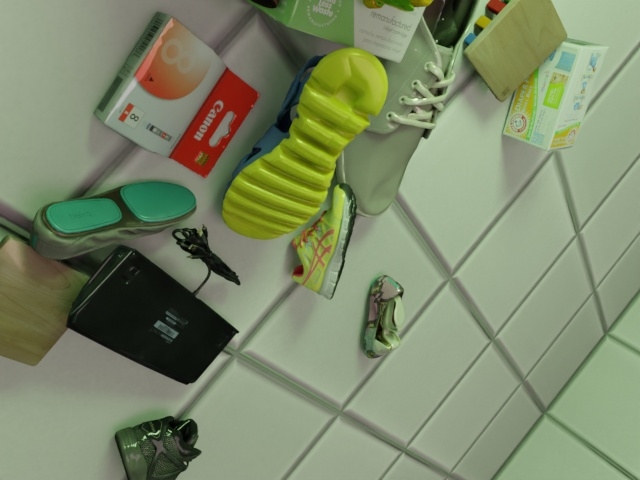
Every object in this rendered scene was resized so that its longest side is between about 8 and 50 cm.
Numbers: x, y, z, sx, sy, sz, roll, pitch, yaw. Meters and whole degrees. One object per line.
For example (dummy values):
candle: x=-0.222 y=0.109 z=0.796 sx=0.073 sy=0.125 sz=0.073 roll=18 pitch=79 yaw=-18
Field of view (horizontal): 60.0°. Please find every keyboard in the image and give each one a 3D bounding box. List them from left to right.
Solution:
keyboard: x=-0.200 y=0.089 z=0.791 sx=0.201 sy=0.033 sz=0.317 roll=-49 pitch=150 yaw=-11

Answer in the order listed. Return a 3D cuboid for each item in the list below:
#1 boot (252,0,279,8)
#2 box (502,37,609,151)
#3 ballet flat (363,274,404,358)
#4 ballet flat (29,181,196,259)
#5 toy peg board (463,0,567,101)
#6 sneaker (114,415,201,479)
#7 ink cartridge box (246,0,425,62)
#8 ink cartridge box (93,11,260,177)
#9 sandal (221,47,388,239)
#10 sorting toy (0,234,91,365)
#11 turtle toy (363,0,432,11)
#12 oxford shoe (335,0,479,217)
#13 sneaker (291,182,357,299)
boot: x=-0.107 y=-0.351 z=0.574 sx=0.219 sy=0.082 sz=0.106 roll=35 pitch=83 yaw=-30
box: x=0.464 y=-0.294 z=1.106 sx=0.103 sy=0.114 sz=0.203 roll=-15 pitch=125 yaw=-36
ballet flat: x=0.135 y=0.176 z=1.145 sx=0.076 sy=0.079 sz=0.222 roll=-19 pitch=128 yaw=-33
ballet flat: x=-0.252 y=-0.027 z=0.686 sx=0.213 sy=0.072 sz=0.068 roll=-18 pitch=159 yaw=-50
toy peg board: x=0.331 y=-0.363 z=0.989 sx=0.161 sy=0.079 sz=0.161 roll=-46 pitch=139 yaw=15
sneaker: x=-0.256 y=0.386 z=0.930 sx=0.130 sy=0.087 sz=0.228 roll=-16 pitch=121 yaw=-26
ink cartridge box: x=0.070 y=-0.415 z=0.646 sx=0.207 sy=0.119 sz=0.354 roll=0 pitch=124 yaw=-41
ink cartridge box: x=-0.164 y=-0.166 z=0.691 sx=0.179 sy=0.045 sz=0.145 roll=31 pitch=94 yaw=-45
sandal: x=-0.029 y=-0.134 z=0.772 sx=0.126 sy=0.138 sz=0.317 roll=31 pitch=115 yaw=-25
sorting toy: x=-0.365 y=0.064 z=0.658 sx=0.132 sy=0.046 sz=0.274 roll=-51 pitch=138 yaw=-3
turtle toy: x=0.084 y=-0.294 z=0.611 sx=0.130 sy=0.095 sz=0.066 roll=9 pitch=99 yaw=-46
oxford shoe: x=0.132 y=-0.232 z=0.848 sx=0.169 sy=0.130 sz=0.450 roll=-7 pitch=122 yaw=-41
sneaker: x=0.000 y=0.000 z=0.906 sx=0.081 sy=0.094 sz=0.209 roll=-60 pitch=166 yaw=-63
